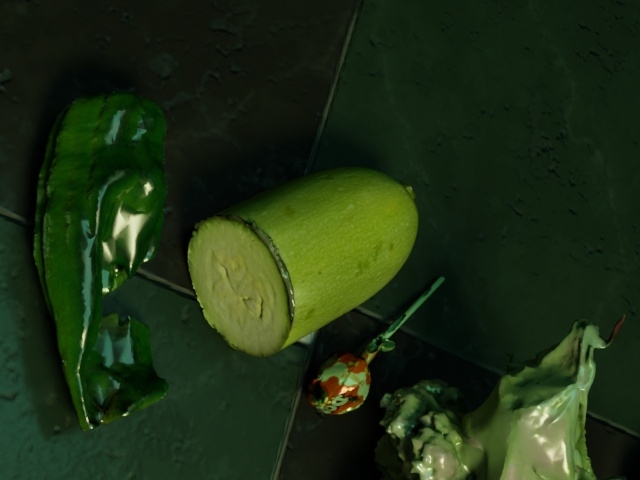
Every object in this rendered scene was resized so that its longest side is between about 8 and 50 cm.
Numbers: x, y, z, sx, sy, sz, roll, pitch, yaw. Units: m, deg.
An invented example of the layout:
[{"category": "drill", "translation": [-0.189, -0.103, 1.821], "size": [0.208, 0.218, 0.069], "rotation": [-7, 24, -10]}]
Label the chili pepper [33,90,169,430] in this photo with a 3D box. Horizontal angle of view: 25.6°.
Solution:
[{"category": "chili pepper", "translation": [-0.159, 0.011, 1.029], "size": [0.099, 0.083, 0.254], "rotation": [4, 80, -38]}]

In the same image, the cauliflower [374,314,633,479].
[{"category": "cauliflower", "translation": [0.144, 0.179, 1.046], "size": [0.238, 0.315, 0.256], "rotation": [-5, 37, -24]}]

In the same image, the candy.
[{"category": "candy", "translation": [0.052, 0.081, 1.154], "size": [0.184, 0.055, 0.049], "rotation": [-41, 103, -39]}]

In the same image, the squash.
[{"category": "squash", "translation": [0.000, 0.000, 1.100], "size": [0.186, 0.123, 0.123], "rotation": [-29, 93, -34]}]
